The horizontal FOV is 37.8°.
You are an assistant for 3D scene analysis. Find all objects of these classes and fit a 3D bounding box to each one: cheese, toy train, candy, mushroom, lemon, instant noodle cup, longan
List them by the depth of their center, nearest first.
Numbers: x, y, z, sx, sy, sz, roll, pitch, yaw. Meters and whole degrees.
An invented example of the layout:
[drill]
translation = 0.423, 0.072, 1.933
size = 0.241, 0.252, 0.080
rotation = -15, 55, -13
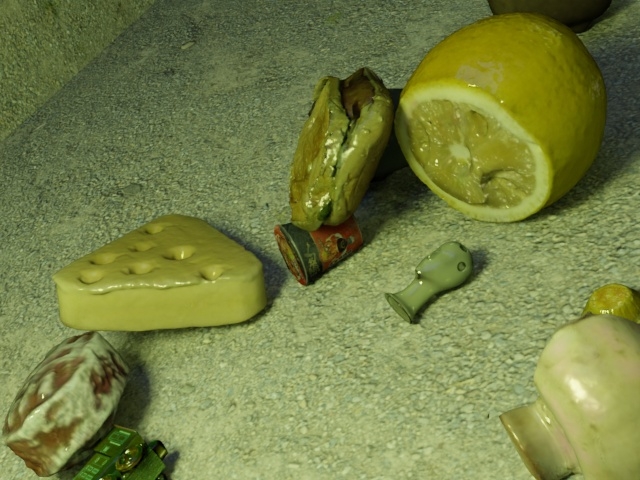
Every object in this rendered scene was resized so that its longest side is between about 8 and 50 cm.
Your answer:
[mushroom]
translation = 0.346, 0.202, 1.121
size = 0.236, 0.162, 0.173
rotation = -28, 30, 0
[toy train]
translation = -0.333, 0.388, 1.419
size = 0.137, 0.090, 0.225
rotation = 1, 40, 48
[candy]
translation = -0.423, 0.271, 1.567
size = 0.214, 0.157, 0.289
rotation = -39, 15, 11
[lemon]
translation = 0.331, -0.235, 1.613
size = 0.364, 0.364, 0.364
rotation = -19, 32, 12
[instant noodle cup]
translation = 0.001, 0.001, 1.728
size = 0.135, 0.127, 0.127
rotation = -26, 30, -15
[cheese]
translation = -0.320, 0.074, 1.747
size = 0.383, 0.104, 0.384
rotation = -3, 22, 1
[longan]
translation = 0.511, -0.588, 2.080
size = 0.297, 0.297, 0.297
rotation = -19, 32, 12

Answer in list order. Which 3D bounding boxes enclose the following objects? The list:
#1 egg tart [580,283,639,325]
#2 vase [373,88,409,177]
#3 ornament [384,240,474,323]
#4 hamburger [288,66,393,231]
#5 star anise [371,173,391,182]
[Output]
[egg tart]
translation = 0.421, 0.095, 1.345
size = 0.105, 0.039, 0.105
rotation = -20, 30, 12
[vase]
translation = 0.217, -0.233, 1.837
size = 0.321, 0.173, 0.173
rotation = -11, 31, -4
[ornament]
translation = 0.183, 0.062, 1.530
size = 0.156, 0.081, 0.075
rotation = -38, 29, -11
[hamburger]
translation = 0.037, -0.158, 1.639
size = 0.134, 0.285, 0.266
rotation = 9, 30, -16
[star anise]
translation = 0.069, -0.142, 1.930
size = 0.124, 0.056, 0.129
rotation = -36, 47, -19
